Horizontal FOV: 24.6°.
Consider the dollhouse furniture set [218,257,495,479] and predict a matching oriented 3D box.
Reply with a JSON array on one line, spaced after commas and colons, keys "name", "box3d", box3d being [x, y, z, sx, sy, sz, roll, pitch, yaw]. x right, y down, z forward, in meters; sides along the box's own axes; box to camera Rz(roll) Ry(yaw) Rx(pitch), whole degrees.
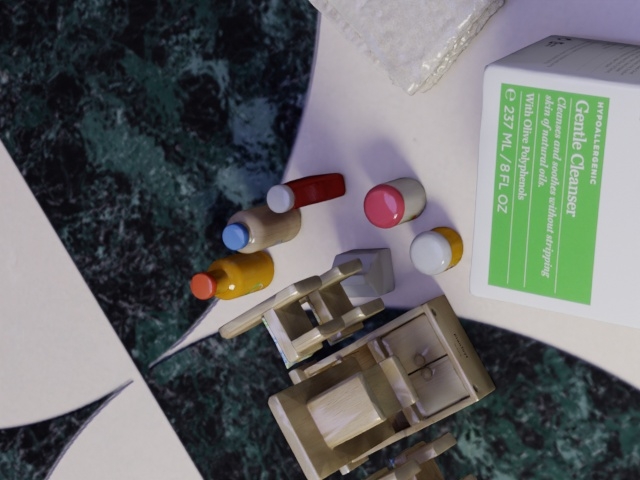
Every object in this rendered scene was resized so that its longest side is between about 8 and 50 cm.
[{"name": "dollhouse furniture set", "box3d": [0.018, 0.145, 1.243, 0.161, 0.242, 0.212, -31, 83, 28]}]

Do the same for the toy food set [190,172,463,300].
[{"name": "toy food set", "box3d": [0.000, 0.000, 1.305, 0.232, 0.104, 0.111, -2, 98, 28]}]

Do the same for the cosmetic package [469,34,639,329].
[{"name": "cosmetic package", "box3d": [0.312, -0.033, 1.103, 0.365, 0.155, 0.197, 10, 110, 27]}]

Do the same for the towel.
[{"name": "towel", "box3d": [0.104, -0.277, 1.237, 0.187, 0.049, 0.282, 48, 115, 11]}]
